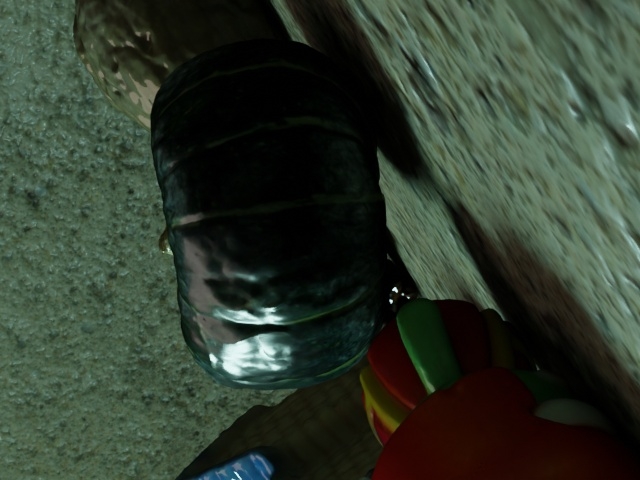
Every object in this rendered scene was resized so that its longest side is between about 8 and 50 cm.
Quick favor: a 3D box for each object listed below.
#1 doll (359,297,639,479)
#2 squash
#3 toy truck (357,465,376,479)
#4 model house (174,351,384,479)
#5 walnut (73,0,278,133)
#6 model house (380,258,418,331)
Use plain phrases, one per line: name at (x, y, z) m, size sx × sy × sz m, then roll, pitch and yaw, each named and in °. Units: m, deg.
doll at (0.120, 0.168, 0.862) m, size 0.182 × 0.160 × 0.363 m, roll 68°, pitch 171°, yaw -30°
squash at (-0.035, -0.016, 1.016) m, size 0.252 × 0.165 × 0.252 m, roll -5°, pitch -90°, yaw -89°
toy truck at (0.079, 0.213, 1.162) m, size 0.111 × 0.285 × 0.136 m, roll 18°, pitch -154°, yaw -29°
model house at (0.062, 0.374, 1.663) m, size 0.395 × 0.400 × 0.445 m, roll 61°, pitch 176°, yaw -10°
walnut at (-0.114, -0.161, 1.252) m, size 0.230 × 0.178 × 0.178 m, roll 51°, pitch 175°, yaw 25°
model house at (0.011, -0.002, 1.457) m, size 0.203 × 0.141 × 0.164 m, roll 31°, pitch 141°, yaw 37°
